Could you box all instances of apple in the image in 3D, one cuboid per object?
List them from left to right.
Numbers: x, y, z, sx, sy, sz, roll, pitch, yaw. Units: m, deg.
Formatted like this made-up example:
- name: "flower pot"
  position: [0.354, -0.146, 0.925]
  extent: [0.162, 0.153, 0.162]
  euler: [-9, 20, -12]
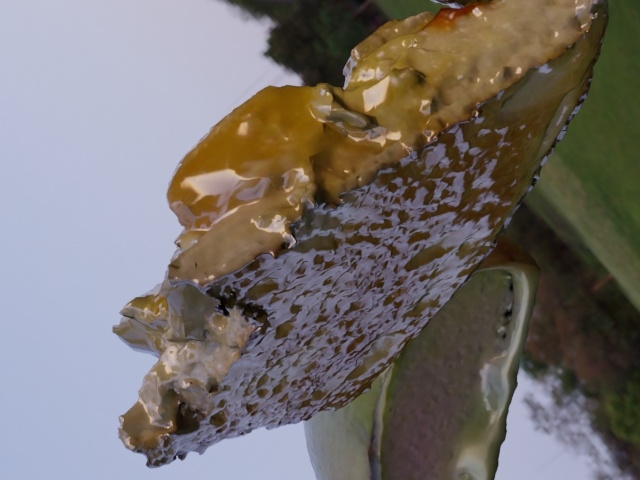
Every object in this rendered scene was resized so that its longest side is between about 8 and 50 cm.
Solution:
- name: "apple"
  position: [0.043, 0.100, 0.839]
  extent: [0.120, 0.265, 0.193]
  euler: [5, -167, -31]

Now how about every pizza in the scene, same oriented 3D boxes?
- name: "pizza"
  position: [0.000, 0.000, 0.549]
  extent: [0.223, 0.323, 0.089]
  euler: [-21, -117, -33]

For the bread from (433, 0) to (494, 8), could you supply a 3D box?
- name: "bread"
  position: [0.043, -0.169, 0.531]
  extent: [0.187, 0.103, 0.065]
  euler: [10, -160, -48]
